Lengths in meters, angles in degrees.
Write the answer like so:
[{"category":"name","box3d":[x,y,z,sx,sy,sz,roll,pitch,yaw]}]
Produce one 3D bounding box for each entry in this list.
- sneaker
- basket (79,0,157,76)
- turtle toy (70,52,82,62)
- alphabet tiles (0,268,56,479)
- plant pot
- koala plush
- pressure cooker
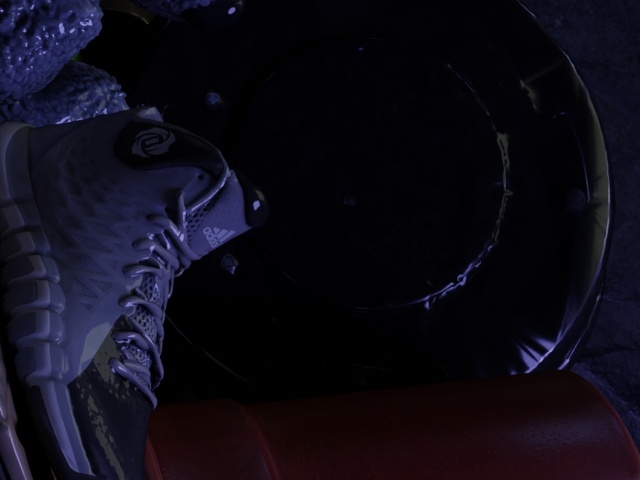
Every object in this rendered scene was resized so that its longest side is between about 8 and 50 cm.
[{"category":"sneaker","box3d":[-0.081,0.019,0.734,0.086,0.132,0.228,81,-8,-59]},{"category":"basket","box3d":[-0.233,-0.253,1.503,0.204,0.154,0.226,83,-7,-52]},{"category":"turtle toy","box3d":[-0.188,-0.102,1.043,0.130,0.066,0.095,96,-23,-78]},{"category":"alphabet tiles","box3d":[-0.145,0.073,0.785,0.285,0.011,0.342,-117,-168,-65]},{"category":"plant pot","box3d":[0.037,0.193,0.858,0.272,0.265,0.272,169,-90,-77]},{"category":"koala plush","box3d":[-0.108,-0.178,0.856,0.196,0.221,0.203,93,-25,-76]},{"category":"pressure cooker","box3d":[-0.004,-0.005,1.184,0.420,0.370,0.375,132,-59,-72]}]
